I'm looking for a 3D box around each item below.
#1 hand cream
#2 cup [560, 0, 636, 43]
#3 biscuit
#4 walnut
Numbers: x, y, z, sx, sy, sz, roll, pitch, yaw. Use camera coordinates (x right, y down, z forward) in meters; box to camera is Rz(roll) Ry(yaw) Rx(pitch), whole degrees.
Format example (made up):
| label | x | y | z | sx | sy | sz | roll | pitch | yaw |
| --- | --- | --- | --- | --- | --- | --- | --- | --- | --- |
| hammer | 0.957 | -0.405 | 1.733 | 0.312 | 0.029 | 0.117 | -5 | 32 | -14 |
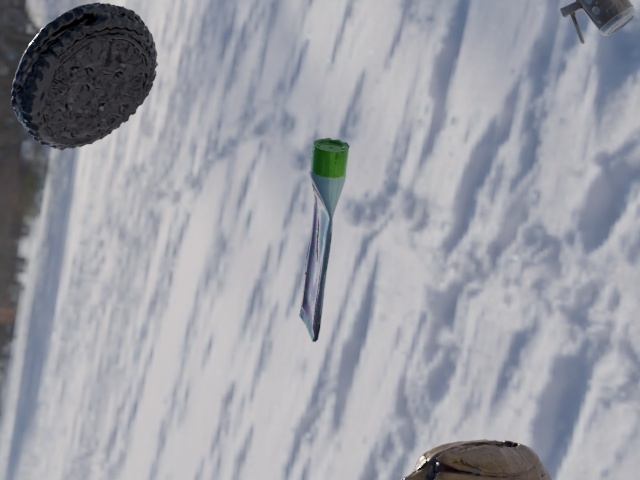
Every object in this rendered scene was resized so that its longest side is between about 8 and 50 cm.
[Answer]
| label | x | y | z | sx | sy | sz | roll | pitch | yaw |
| --- | --- | --- | --- | --- | --- | --- | --- | --- | --- |
| hand cream | -0.001 | 0.000 | 1.753 | 0.079 | 0.050 | 0.275 | -61 | -21 | -64 |
| cup | 0.467 | -0.394 | 2.199 | 0.099 | 0.102 | 0.074 | 56 | -178 | 9 |
| biscuit | -0.275 | -0.191 | 1.529 | 0.053 | 0.195 | 0.194 | 45 | 137 | 27 |
| walnut | 0.205 | 0.320 | 1.683 | 0.137 | 0.245 | 0.137 | -4 | 85 | 58 |
